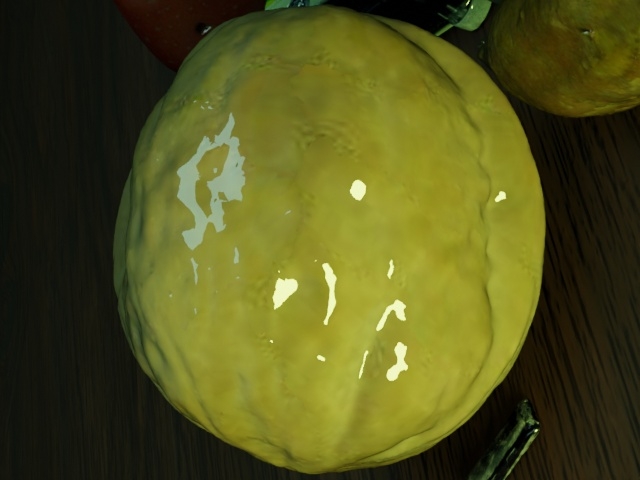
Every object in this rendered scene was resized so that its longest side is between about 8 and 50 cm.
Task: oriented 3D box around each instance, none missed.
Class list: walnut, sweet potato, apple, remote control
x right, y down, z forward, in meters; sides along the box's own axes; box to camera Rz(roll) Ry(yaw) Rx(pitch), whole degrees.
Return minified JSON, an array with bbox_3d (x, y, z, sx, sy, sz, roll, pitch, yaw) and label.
[{"bbox_3d":[0.000,0.000,1.472,0.381,0.381,0.381,-46,35,46],"label":"walnut"},{"bbox_3d":[0.218,-0.165,1.331,0.370,0.158,0.157,138,143,-66],"label":"sweet potato"},{"bbox_3d":[-0.108,-0.298,2.000,0.216,0.260,0.260,-32,41,23],"label":"apple"},{"bbox_3d":[0.137,0.164,1.443,0.096,0.014,0.039,-59,27,27],"label":"remote control"}]

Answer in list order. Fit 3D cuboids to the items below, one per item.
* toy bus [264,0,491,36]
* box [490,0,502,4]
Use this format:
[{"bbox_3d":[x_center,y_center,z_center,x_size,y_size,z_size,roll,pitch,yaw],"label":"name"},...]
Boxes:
[{"bbox_3d":[0.058,-0.258,1.757,0.276,0.134,0.164,-28,50,57],"label":"toy bus"},{"bbox_3d":[0.134,-0.272,1.458,0.153,0.245,0.092,-64,27,22],"label":"box"}]
